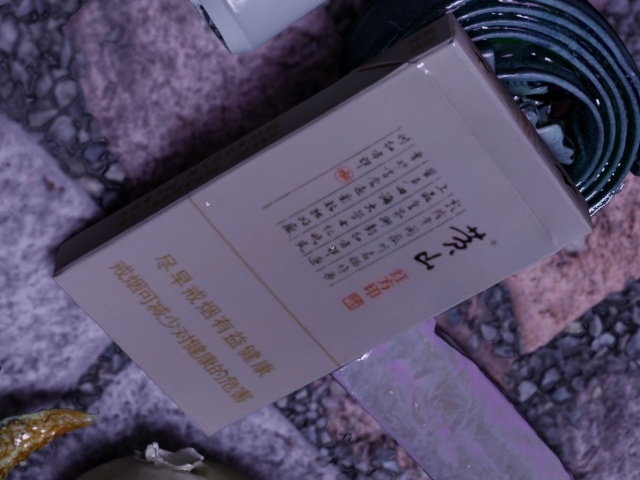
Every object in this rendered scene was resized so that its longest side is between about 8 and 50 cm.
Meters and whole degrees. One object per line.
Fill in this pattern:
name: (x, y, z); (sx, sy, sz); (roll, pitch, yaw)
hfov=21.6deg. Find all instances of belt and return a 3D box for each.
belt: (0.144, -0.110, 1.324); (0.267, 0.116, 0.206); (24, 113, -25)

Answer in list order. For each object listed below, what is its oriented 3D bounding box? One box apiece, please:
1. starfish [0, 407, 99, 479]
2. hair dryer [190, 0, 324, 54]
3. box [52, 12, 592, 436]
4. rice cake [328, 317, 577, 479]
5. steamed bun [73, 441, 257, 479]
starfish: (-0.325, 0.213, 1.284); (0.347, 0.078, 0.358); (-33, 105, -9)
hair dryer: (-0.028, -0.242, 1.100); (0.173, 0.357, 0.108); (-37, 80, -4)
box: (0.000, -0.001, 1.282); (0.365, 0.051, 0.205); (-29, 120, 20)
rice cake: (0.123, 0.167, 1.468); (0.106, 0.050, 0.298); (-41, 118, 0)
steamed bun: (-0.097, 0.247, 1.367); (0.238, 0.170, 0.153); (14, 87, -23)
